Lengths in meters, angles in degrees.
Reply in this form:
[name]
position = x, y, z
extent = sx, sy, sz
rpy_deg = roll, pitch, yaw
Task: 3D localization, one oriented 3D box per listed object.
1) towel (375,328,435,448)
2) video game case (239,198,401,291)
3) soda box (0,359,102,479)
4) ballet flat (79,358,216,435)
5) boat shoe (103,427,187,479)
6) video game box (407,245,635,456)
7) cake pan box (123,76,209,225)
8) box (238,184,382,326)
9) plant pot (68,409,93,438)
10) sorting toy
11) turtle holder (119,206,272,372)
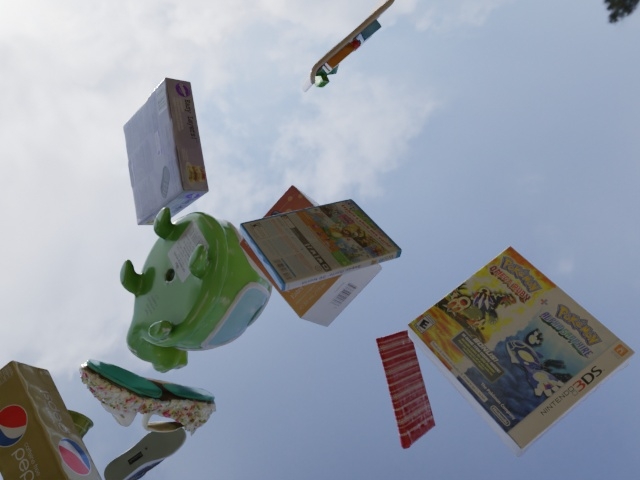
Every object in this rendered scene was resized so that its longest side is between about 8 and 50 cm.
[towel]
position = 0.217, 0.373, 1.441
extent = 0.199, 0.031, 0.274
rpy_deg = 3, -109, -59
[video game case]
position = 0.000, 0.000, 0.694
extent = 0.166, 0.015, 0.119
rpy_deg = -15, -136, -28
[soda box]
position = -0.287, 0.213, 0.576
extent = 0.058, 0.061, 0.181
rpy_deg = -39, -116, -4
[ballet flat]
position = -0.258, 0.245, 0.840
extent = 0.241, 0.091, 0.077
rpy_deg = 31, -96, -41
[boat shoe]
position = -0.364, 0.454, 1.201
extent = 0.183, 0.083, 0.065
rpy_deg = -29, -110, -9
[video game box]
position = 0.248, 0.132, 0.718
extent = 0.187, 0.048, 0.205
rpy_deg = -35, -123, -12
[cake pan box]
position = -0.349, -0.190, 1.238
extent = 0.070, 0.246, 0.266
rpy_deg = -2, -106, -43
[box]
position = -0.017, 0.024, 0.859
extent = 0.130, 0.091, 0.170
rpy_deg = -48, -119, 6
[plant pot]
position = -0.479, 0.368, 1.047
extent = 0.083, 0.083, 0.079
rpy_deg = 16, -134, -7
[sorting toy]
position = 0.014, -0.107, 0.318
extent = 0.062, 0.083, 0.012
rpy_deg = -45, -79, 2
[turtle holder]
position = -0.228, 0.115, 1.064
extent = 0.227, 0.243, 0.320
rpy_deg = 23, -100, -46
